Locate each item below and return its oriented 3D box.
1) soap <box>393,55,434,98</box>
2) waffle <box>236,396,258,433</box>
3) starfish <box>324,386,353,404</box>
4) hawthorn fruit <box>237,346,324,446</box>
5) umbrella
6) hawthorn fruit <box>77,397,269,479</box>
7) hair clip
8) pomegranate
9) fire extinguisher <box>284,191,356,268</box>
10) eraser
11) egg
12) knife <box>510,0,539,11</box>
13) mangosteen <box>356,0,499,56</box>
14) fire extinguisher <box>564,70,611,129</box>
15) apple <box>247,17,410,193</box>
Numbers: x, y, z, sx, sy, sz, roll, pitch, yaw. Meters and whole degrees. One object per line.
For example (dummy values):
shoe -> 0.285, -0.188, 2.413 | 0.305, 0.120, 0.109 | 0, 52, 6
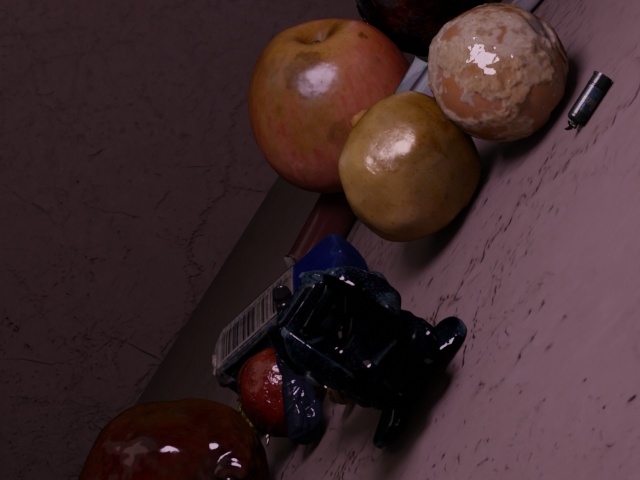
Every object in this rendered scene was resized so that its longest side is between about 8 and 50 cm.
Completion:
soap -> 0.168, -0.200, 1.874 | 0.230, 0.145, 0.091 | -55, 11, 19
waffle -> -0.079, 0.249, 2.026 | 0.291, 0.051, 0.291 | -52, 12, 16
starfish -> 0.048, 0.172, 1.579 | 0.146, 0.074, 0.190 | -61, 9, 3
hawthorn fruit -> -0.068, 0.257, 1.738 | 0.148, 0.148, 0.172 | 139, 142, -60
umbrella -> -0.035, 0.192, 1.655 | 0.071, 0.071, 0.248 | 143, 123, -64
hawthorn fruit -> -0.232, 0.385, 1.695 | 0.324, 0.308, 0.308 | -54, 11, 24
hair clip -> 0.052, 0.127, 1.340 | 0.194, 0.206, 0.310 | -54, 5, -5
pomegranate -> 0.136, -0.110, 1.611 | 0.233, 0.233, 0.233 | -56, 11, 16
fire extinguisher -> 0.000, 0.000, 2.247 | 0.269, 0.105, 0.105 | -61, 10, -15
eraser -> -0.055, 0.138, 1.907 | 0.332, 0.101, 0.155 | -42, 26, 20
egg -> 0.247, -0.238, 1.496 | 0.195, 0.195, 0.233 | -58, 22, 6
knife -> 0.330, -0.390, 1.941 | 0.073, 0.041, 0.265 | -53, 4, -41
mangosteen -> 0.219, -0.538, 2.192 | 0.330, 0.330, 0.330 | -56, 11, 16
fire extinguisher -> 0.335, -0.171, 1.341 | 0.083, 0.025, 0.038 | -58, -27, 5
apple -> 0.020, -0.283, 2.163 | 0.364, 0.364, 0.364 | -56, 11, 16
